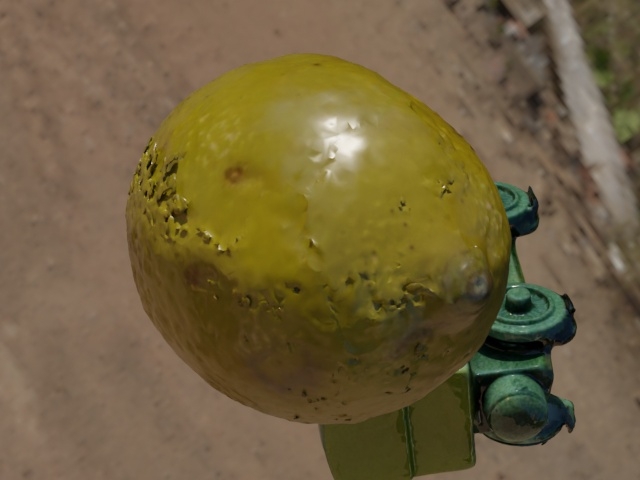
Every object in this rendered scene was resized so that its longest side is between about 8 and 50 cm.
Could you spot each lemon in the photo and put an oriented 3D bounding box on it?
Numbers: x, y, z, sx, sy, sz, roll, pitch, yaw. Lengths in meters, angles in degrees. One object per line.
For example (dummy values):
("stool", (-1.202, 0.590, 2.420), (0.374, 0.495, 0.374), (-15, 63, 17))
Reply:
("lemon", (0.000, 0.000, 1.206), (0.258, 0.258, 0.310), (27, -2, -41))

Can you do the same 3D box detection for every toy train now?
("toy train", (0.106, 0.069, 1.622), (0.369, 0.237, 0.150), (-97, 180, -60))
